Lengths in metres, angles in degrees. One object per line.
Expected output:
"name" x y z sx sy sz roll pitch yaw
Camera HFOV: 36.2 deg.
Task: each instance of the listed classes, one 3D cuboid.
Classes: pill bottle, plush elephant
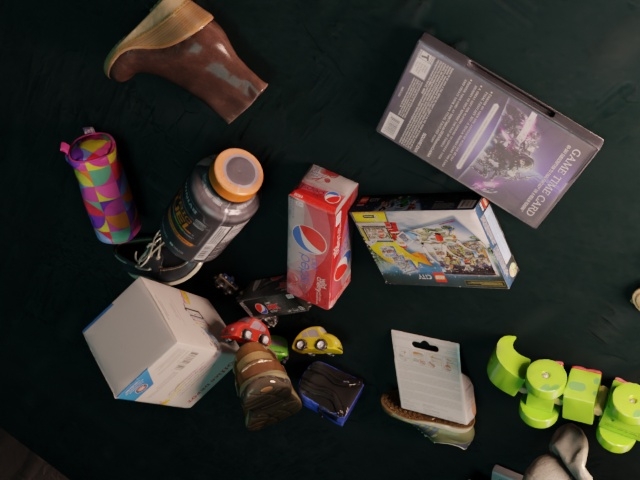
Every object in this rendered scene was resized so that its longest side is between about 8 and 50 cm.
"pill bottle" -0.182 -0.065 1.685 0.130 0.130 0.245 39 144 -5
"plush elephant" 0.452 0.485 1.719 0.272 0.255 0.330 -44 141 17

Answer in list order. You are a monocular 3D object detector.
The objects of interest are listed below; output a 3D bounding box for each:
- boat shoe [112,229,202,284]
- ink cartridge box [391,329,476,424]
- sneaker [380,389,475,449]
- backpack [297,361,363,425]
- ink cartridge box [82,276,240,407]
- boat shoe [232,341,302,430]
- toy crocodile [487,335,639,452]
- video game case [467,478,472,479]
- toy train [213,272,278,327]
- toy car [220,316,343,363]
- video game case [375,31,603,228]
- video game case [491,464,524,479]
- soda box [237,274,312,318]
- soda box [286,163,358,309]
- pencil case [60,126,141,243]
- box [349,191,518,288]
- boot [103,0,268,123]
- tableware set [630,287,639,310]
"boat shoe" -0.325 0.028 1.950 0.254 0.095 0.079 4 146 50
"ink cartridge box" 0.209 0.245 1.814 0.145 0.045 0.179 9 119 34
"sneaker" 0.209 0.357 1.904 0.192 0.064 0.086 12 134 25
"backpack" 0.012 0.314 1.993 0.120 0.098 0.101 27 148 10
"ink cartridge box" -0.303 0.205 1.912 0.168 0.171 0.232 54 -166 29
"boat shoe" -0.111 0.284 1.935 0.324 0.122 0.120 94 155 -65
"toy crocodile" 0.432 0.253 1.580 0.340 0.105 0.115 16 141 18
"video game case" 0.359 0.588 2.045 0.183 0.023 0.201 29 144 9
"toy train" -0.147 0.115 1.947 0.158 0.036 0.027 39 154 -10
"toy car" -0.086 0.202 1.950 0.238 0.053 0.225 9 162 -9
"video game case" 0.222 -0.145 1.344 0.274 0.026 0.196 32 145 4
"video game case" 0.443 0.545 1.967 0.212 0.023 0.193 18 142 22
"soda box" -0.079 0.105 1.857 0.168 0.060 0.053 -12 126 46
"soda box" 0.000 0.000 1.648 0.092 0.083 0.263 24 143 17
"pencil case" -0.414 -0.101 1.866 0.104 0.104 0.236 17 141 24
"box" 0.176 0.001 1.534 0.233 0.044 0.159 1 132 40
"boot" -0.216 -0.254 1.524 0.207 0.090 0.248 47 140 -12
"tableware set" 0.514 0.073 1.358 0.141 0.020 0.169 25 145 19
